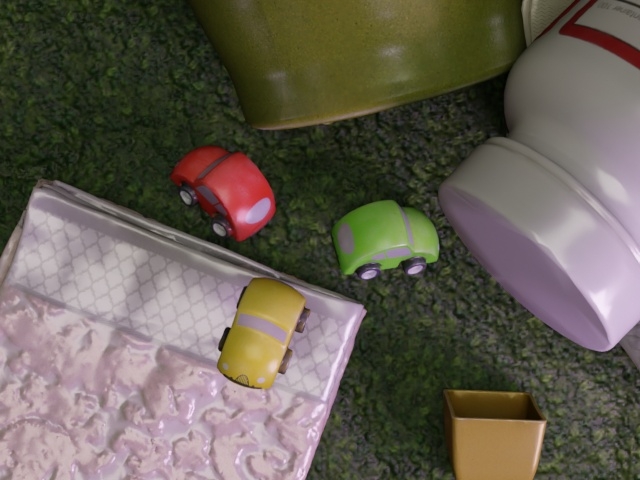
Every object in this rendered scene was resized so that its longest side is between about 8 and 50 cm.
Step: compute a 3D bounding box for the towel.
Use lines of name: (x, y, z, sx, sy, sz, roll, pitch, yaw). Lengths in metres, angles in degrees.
towel: (-0.160, 0.144, 1.091, 0.331, 0.053, 0.317, 21, 89, 0)

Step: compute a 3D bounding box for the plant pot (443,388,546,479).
plant pot: (0.149, 0.183, 1.083, 0.081, 0.081, 0.083, 2, 102, -1)

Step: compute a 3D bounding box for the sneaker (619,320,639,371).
sneaker: (0.321, 0.051, 1.064, 0.127, 0.126, 0.321, -2, 62, -39)

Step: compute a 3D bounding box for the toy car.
toy car: (0.000, 0.000, 1.064, 0.225, 0.053, 0.239, -8, 62, -16)

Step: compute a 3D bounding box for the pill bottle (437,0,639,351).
pill bottle: (0.289, -0.119, 0.922, 0.407, 0.229, 0.229, -44, 90, -7)

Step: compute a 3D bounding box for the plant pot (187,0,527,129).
plant pot: (0.013, -0.283, 0.971, 0.366, 0.366, 0.353, -14, 101, -1)

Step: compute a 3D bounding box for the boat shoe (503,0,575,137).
boat shoe: (0.201, -0.178, 1.058, 0.084, 0.079, 0.233, 3, 107, -9)
